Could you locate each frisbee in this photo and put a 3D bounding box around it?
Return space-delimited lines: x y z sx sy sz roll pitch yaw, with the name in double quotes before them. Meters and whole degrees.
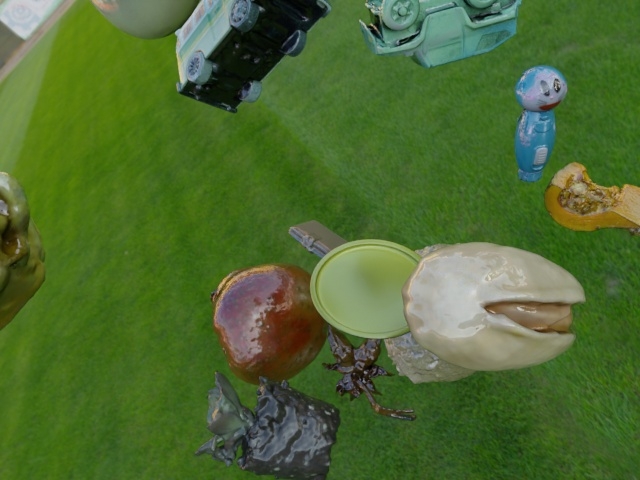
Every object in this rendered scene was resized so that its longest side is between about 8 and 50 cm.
"frisbee" 0.098 0.085 0.930 0.235 0.017 0.236 -1 46 1

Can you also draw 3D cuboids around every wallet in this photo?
"wallet" 0.000 0.000 1.296 0.152 0.118 0.039 37 122 31

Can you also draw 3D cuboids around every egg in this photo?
"egg" 0.261 0.151 1.045 0.279 0.279 0.311 42 115 53
"egg" -0.232 -0.387 0.641 0.188 0.188 0.254 -7 94 41

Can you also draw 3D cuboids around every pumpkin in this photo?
"pumpkin" 0.679 -0.082 1.224 0.131 0.126 0.248 -38 54 -27

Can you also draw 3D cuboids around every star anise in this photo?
"star anise" 0.134 0.367 1.403 0.237 0.148 0.346 -45 61 4

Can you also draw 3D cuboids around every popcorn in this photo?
"popcorn" -0.418 0.032 0.573 0.266 0.192 0.233 -40 -8 27

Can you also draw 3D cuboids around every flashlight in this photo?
"flashlight" 0.234 -0.124 0.548 0.051 0.129 0.051 -7 40 6

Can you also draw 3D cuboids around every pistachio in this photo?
"pistachio" 0.277 0.106 0.790 0.214 0.317 0.194 13 91 65

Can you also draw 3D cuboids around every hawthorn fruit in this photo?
"hawthorn fruit" -0.146 0.250 1.610 0.402 0.403 0.403 -26 42 26

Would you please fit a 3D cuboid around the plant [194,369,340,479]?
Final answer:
"plant" -0.076 0.270 0.726 0.131 0.203 0.143 131 161 -82

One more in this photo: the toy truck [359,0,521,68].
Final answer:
"toy truck" 0.216 -0.417 0.935 0.278 0.156 0.155 -15 37 1

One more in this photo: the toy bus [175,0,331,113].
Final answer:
"toy bus" -0.129 -0.365 0.852 0.276 0.133 0.165 -35 61 34
